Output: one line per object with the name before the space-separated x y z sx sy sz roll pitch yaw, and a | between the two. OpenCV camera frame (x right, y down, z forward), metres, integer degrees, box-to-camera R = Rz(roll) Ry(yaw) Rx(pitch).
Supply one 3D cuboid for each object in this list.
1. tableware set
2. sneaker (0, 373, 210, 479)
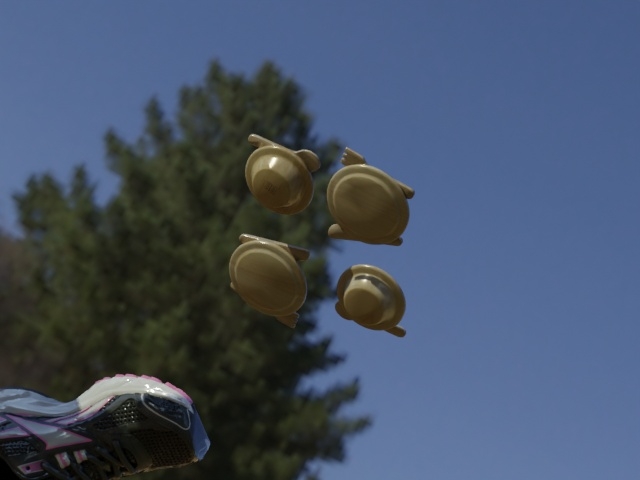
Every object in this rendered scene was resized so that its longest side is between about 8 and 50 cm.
tableware set | 0.000 0.000 1.337 0.141 0.020 0.169 18 -54 20
sneaker | -0.153 0.138 1.159 0.178 0.077 0.072 -9 -53 29
